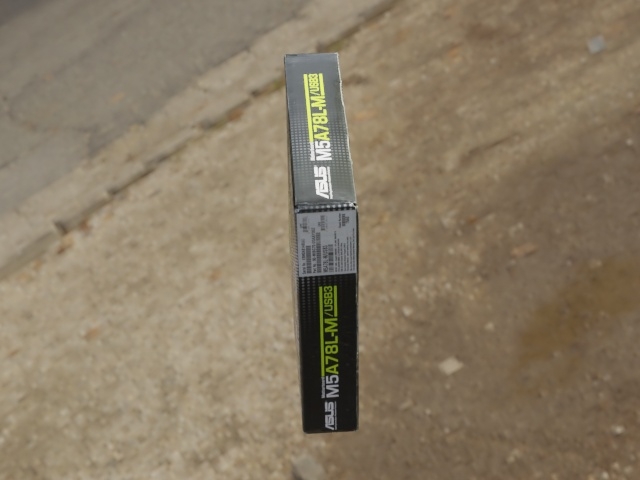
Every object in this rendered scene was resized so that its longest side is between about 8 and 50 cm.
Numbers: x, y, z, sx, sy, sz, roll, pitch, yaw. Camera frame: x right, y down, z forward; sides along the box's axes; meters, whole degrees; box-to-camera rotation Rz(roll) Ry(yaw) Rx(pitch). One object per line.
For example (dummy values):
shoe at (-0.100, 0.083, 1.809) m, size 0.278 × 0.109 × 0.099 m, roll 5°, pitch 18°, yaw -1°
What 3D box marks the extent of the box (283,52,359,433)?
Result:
box at (0.000, 0.000, 0.908) m, size 0.045 × 0.190 × 0.184 m, roll -4°, pitch 38°, yaw -4°
